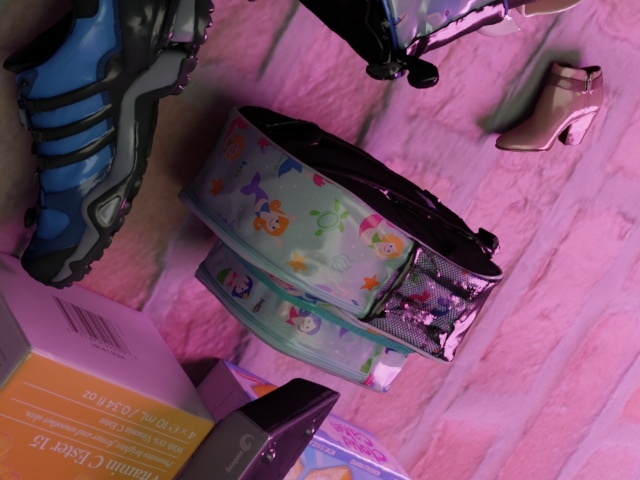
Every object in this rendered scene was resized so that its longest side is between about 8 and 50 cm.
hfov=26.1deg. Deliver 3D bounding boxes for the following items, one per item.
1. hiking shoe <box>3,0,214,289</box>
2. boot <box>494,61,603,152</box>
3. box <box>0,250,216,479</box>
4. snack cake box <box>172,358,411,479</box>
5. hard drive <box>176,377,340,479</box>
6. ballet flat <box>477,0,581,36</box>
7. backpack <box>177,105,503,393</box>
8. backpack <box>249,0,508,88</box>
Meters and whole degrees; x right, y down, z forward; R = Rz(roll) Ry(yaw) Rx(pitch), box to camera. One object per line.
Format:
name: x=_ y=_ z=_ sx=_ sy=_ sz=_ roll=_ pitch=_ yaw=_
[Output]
hiking shoe: x=-0.192 y=-0.103 z=1.090 sx=0.132 sy=0.113 sz=0.304 roll=21 pitch=115 yaw=-14
boot: x=0.231 y=-0.135 z=1.379 sx=0.118 sy=0.042 sz=0.087 roll=-9 pitch=121 yaw=-30
box: x=-0.295 y=0.206 z=1.188 sx=0.215 sy=0.168 sz=0.345 roll=29 pitch=104 yaw=-44
snack cake box: x=-0.048 y=0.244 z=1.440 sx=0.152 sy=0.089 sz=0.264 roll=-51 pitch=134 yaw=8
hard drive: x=-0.092 y=0.238 z=1.254 sx=0.254 sy=0.054 sz=0.172 roll=-56 pitch=165 yaw=21
ballet flat: x=0.178 y=-0.233 z=1.231 sx=0.280 sy=0.095 sz=0.096 roll=-13 pitch=141 yaw=-26
backpack: x=0.000 y=0.000 z=1.194 sx=0.253 sy=0.225 sz=0.191 roll=34 pitch=95 yaw=-40
backpack: x=0.027 y=-0.281 z=0.984 sx=0.213 sy=0.276 sz=0.263 roll=-37 pitch=129 yaw=-11
